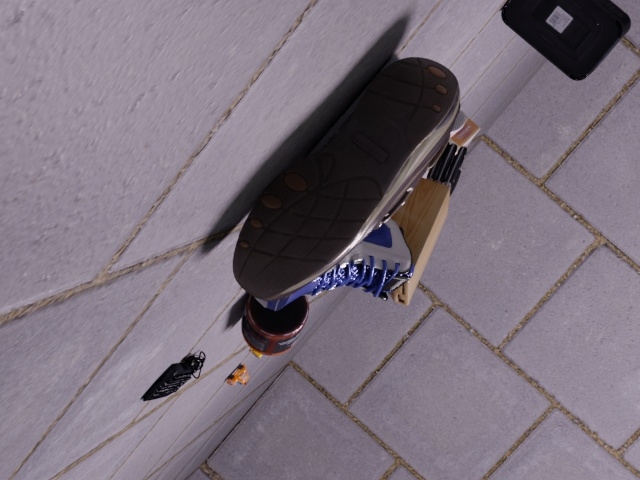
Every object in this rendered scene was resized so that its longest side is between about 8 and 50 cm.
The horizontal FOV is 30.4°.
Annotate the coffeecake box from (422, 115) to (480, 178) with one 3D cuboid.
[{"bbox_3d":[0.244,-0.173,2.513,0.142,0.068,0.185,-43,171,-34],"label":"coffeecake box"}]

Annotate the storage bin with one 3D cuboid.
[{"bbox_3d":[0.402,-0.363,1.928,0.122,0.180,0.084,-52,173,28],"label":"storage bin"}]

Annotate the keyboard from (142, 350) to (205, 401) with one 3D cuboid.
[{"bbox_3d":[-0.222,0.225,1.878,0.100,0.038,0.192,-49,175,0],"label":"keyboard"}]

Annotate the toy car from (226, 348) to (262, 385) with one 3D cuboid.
[{"bbox_3d":[-0.167,0.288,2.614,0.060,0.040,0.122,-44,172,-38],"label":"toy car"}]

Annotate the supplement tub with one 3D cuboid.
[{"bbox_3d":[-0.081,0.135,1.989,0.106,0.106,0.198,-46,174,-18],"label":"supplement tub"}]

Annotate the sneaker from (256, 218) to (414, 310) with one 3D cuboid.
[{"bbox_3d":[0.050,0.029,1.889,0.315,0.182,0.127,-42,170,-47],"label":"sneaker"}]

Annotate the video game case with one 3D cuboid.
[{"bbox_3d":[0.054,-0.156,1.526,0.173,0.022,0.190,-49,174,7],"label":"video game case"}]

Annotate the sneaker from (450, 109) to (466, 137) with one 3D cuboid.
[{"bbox_3d":[0.223,-0.203,2.279,0.134,0.051,0.070,-41,173,-29],"label":"sneaker"}]

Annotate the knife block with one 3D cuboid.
[{"bbox_3d":[0.187,-0.049,2.089,0.242,0.276,0.088,-21,149,-9],"label":"knife block"}]

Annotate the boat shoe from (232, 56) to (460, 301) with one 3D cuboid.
[{"bbox_3d":[0.046,-0.056,1.416,0.355,0.132,0.130,-45,153,-1],"label":"boat shoe"}]
